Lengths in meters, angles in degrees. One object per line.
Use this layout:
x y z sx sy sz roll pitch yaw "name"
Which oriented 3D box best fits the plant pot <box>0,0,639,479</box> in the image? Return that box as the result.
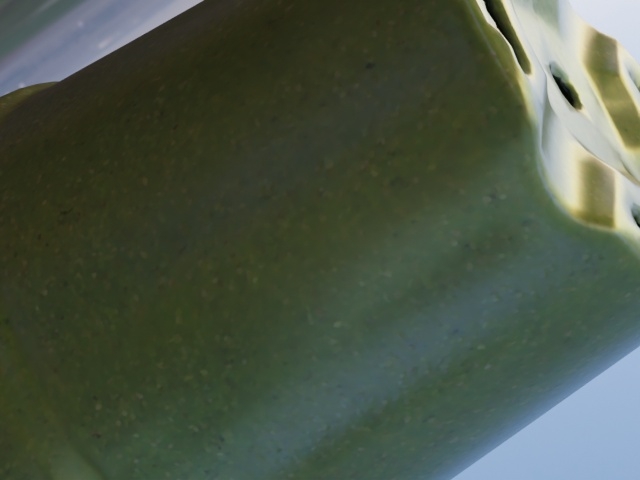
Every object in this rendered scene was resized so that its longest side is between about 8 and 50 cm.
0.000 0.000 0.520 0.254 0.276 0.276 -33 -169 27 "plant pot"
